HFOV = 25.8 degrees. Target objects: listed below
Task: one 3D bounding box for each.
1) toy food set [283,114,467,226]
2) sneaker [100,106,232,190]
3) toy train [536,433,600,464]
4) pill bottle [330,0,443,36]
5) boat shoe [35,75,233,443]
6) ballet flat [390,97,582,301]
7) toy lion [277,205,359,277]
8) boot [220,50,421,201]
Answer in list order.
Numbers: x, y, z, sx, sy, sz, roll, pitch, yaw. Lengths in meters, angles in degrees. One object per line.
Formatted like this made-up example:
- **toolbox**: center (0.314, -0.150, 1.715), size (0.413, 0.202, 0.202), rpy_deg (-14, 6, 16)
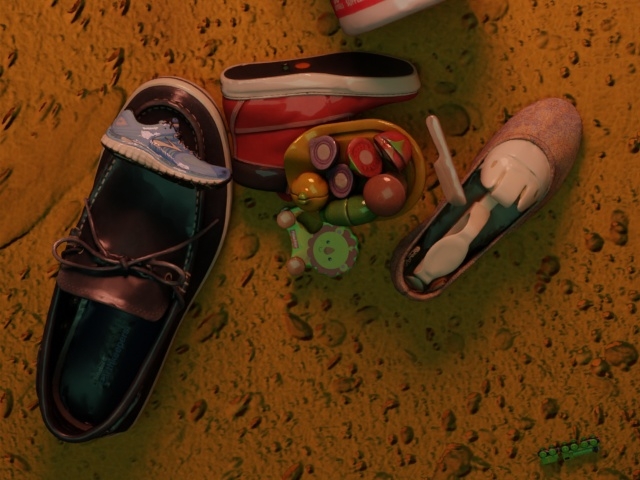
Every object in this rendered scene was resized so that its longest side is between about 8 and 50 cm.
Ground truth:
- **toy food set**: center (0.050, -0.074, 1.653), size (0.218, 0.071, 0.128), rpy_deg (-7, 107, 23)
- **sneaker**: center (-0.178, -0.112, 1.674), size (0.162, 0.063, 0.073), rpy_deg (24, 84, -1)
- **toy train**: center (0.320, 0.270, 1.799), size (0.083, 0.017, 0.024), rpy_deg (-16, 110, 13)
- **pill bottle**: center (0.050, -0.410, 1.604), size (0.176, 0.176, 0.318), rpy_deg (-21, 99, 14)
- **boat shoe**: center (-0.241, 0.038, 1.770), size (0.187, 0.156, 0.500), rpy_deg (21, 103, 5)
- **ballet flat**: center (0.204, -0.039, 1.700), size (0.107, 0.106, 0.316), rpy_deg (39, 106, -1)
- **toy lion**: center (0.000, 0.000, 1.786), size (0.096, 0.034, 0.100), rpy_deg (-12, 100, 5)
- **boot**: center (0.006, -0.136, 1.733), size (0.244, 0.088, 0.176), rpy_deg (-5, 117, 3)
